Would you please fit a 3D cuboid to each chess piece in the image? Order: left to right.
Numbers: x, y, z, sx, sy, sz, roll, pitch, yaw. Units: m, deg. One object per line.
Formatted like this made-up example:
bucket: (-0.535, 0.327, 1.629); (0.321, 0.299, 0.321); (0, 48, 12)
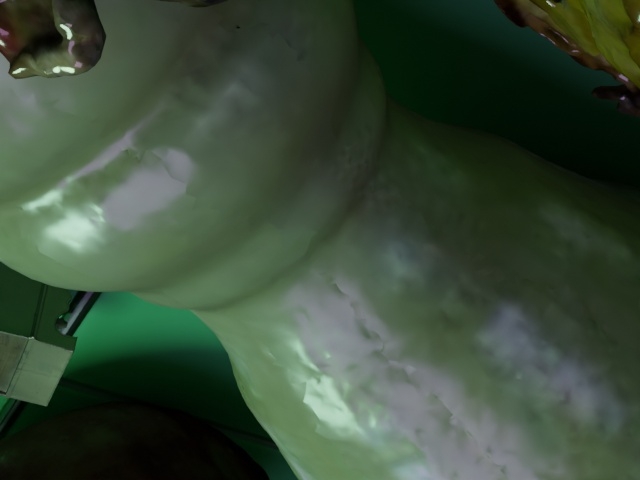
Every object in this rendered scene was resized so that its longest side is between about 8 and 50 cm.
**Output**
chess piece: (0.000, 0.000, 0.650); (0.234, 0.234, 0.442); (-22, 133, 36)

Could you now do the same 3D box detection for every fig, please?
fig: (-0.140, 0.211, 0.988); (0.263, 0.224, 0.224); (-19, 138, 30)

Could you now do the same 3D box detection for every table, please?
table: (-0.176, 0.040, 0.865); (0.083, 0.062, 0.079); (16, 145, -13)

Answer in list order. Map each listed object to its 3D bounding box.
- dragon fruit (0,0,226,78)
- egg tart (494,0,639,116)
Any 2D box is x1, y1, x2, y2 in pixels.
dragon fruit: (-0.078, -0.143, 0.378); (0.134, 0.211, 0.262); (-31, 177, 1)
egg tart: (0.183, -0.111, 0.532); (0.295, 0.116, 0.295); (3, 146, 2)
